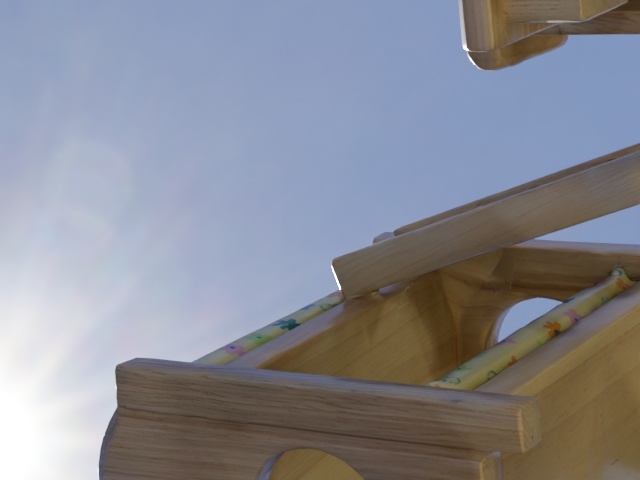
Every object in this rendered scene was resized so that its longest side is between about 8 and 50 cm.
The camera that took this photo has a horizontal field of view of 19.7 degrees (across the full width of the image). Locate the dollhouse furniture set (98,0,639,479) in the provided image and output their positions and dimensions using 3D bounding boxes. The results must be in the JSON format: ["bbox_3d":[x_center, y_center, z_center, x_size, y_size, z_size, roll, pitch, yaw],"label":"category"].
[{"bbox_3d":[0.000,0.000,0.357,0.182,0.101,0.161,-25,-67,-55],"label":"dollhouse furniture set"}]
